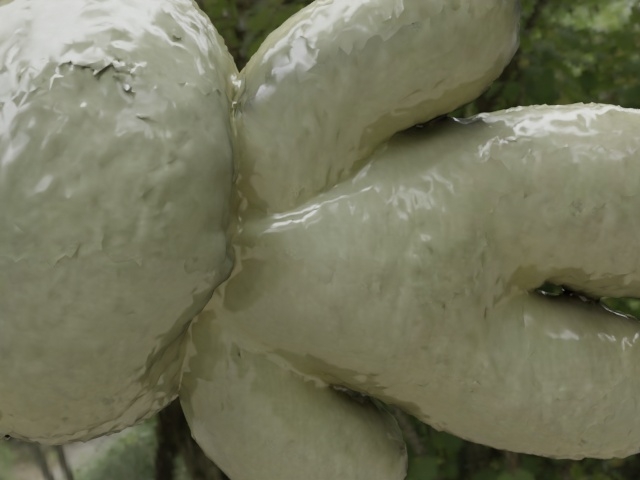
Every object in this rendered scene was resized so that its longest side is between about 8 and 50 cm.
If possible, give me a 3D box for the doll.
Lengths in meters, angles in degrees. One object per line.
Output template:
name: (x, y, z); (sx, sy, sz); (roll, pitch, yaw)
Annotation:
doll: (-0.001, 0.004, 0.394); (0.278, 0.175, 0.149); (11, -16, -8)
